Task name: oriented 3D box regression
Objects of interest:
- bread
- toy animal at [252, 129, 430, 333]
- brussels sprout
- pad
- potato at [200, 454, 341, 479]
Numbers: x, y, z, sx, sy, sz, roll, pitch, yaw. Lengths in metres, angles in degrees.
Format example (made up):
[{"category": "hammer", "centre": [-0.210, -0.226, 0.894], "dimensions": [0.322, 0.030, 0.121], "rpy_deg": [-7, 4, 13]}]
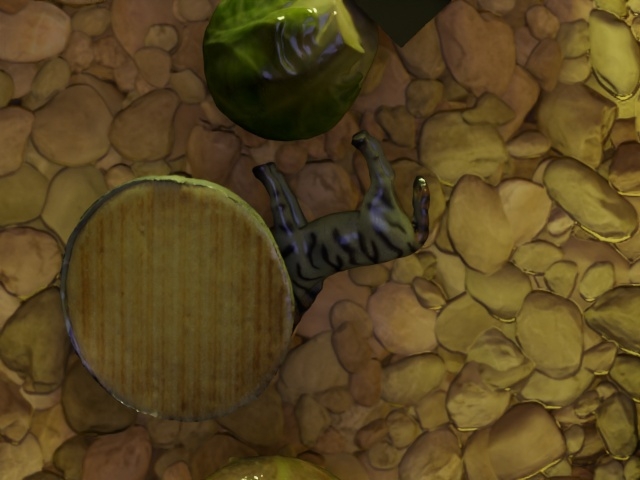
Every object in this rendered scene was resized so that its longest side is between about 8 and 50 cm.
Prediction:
[{"category": "bread", "centre": [-0.147, 0.059, 0.979], "dimensions": [0.267, 0.040, 0.267], "rpy_deg": [2, 98, 18]}, {"category": "toy animal", "centre": [-0.013, -0.012, 0.994], "dimensions": [0.255, 0.090, 0.170], "rpy_deg": [-36, 95, 18]}, {"category": "brussels sprout", "centre": [-0.029, -0.184, 0.960], "dimensions": [0.181, 0.144, 0.161], "rpy_deg": [-7, 84, 32]}, {"category": "pad", "centre": [0.073, -0.274, 0.964], "dimensions": [0.127, 0.190, 0.004], "rpy_deg": [45, 133, -3]}, {"category": "potato", "centre": [-0.027, 0.334, 0.941], "dimensions": [0.301, 0.289, 0.237], "rpy_deg": [-11, 73, 33]}]
